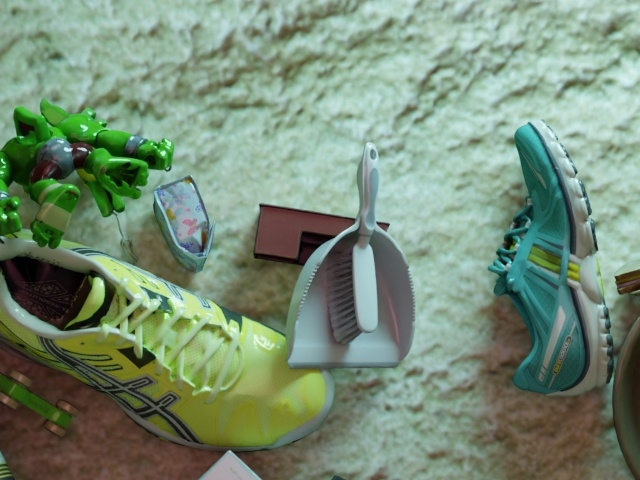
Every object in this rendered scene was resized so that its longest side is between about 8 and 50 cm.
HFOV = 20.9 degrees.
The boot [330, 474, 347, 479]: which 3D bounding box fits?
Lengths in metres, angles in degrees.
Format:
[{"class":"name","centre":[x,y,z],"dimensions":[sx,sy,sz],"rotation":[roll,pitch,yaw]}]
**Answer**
[{"class":"boot","centre":[0.060,0.399,1.625],"dimensions":[0.264,0.096,0.280],"rotation":[26,81,2]}]

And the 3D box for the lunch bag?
[{"class":"lunch bag","centre":[-0.129,-0.014,1.699],"dimensions":[0.053,0.071,0.083],"rotation":[-19,80,-9]}]

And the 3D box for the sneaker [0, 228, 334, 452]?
[{"class":"sneaker","centre":[-0.172,0.100,1.640],"dimensions":[0.384,0.147,0.145],"rotation":[19,78,-1]}]

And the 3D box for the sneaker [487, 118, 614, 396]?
[{"class":"sneaker","centre":[0.217,0.016,1.696],"dimensions":[0.110,0.107,0.275],"rotation":[-8,80,6]}]

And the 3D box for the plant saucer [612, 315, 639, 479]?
[{"class":"plant saucer","centre":[0.419,0.153,1.683],"dimensions":[0.277,0.041,0.278],"rotation":[0,93,1]}]

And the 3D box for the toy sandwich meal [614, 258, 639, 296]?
[{"class":"toy sandwich meal","centre":[0.330,0.027,1.707],"dimensions":[0.085,0.085,0.029],"rotation":[-32,94,-7]}]

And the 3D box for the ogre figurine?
[{"class":"ogre figurine","centre":[-0.244,-0.067,1.619],"dimensions":[0.197,0.097,0.118],"rotation":[-40,49,-16]}]

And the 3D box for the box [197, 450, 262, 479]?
[{"class":"box","centre":[-0.086,0.269,1.644],"dimensions":[0.101,0.087,0.102],"rotation":[44,82,5]}]

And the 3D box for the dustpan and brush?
[{"class":"dustpan and brush","centre":[0.036,0.015,1.653],"dimensions":[0.147,0.060,0.211],"rotation":[3,82,-37]}]

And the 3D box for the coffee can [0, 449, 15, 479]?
[{"class":"coffee can","centre":[-0.380,0.238,1.581],"dimensions":[0.201,0.201,0.275],"rotation":[-26,82,-6]}]

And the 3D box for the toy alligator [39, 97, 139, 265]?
[{"class":"toy alligator","centre":[-0.211,-0.068,1.712],"dimensions":[0.051,0.056,0.190],"rotation":[-31,83,-7]}]

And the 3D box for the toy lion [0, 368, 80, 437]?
[{"class":"toy lion","centre":[-0.292,0.144,1.665],"dimensions":[0.100,0.096,0.034],"rotation":[39,78,-37]}]

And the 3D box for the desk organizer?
[{"class":"desk organizer","centre":[0.000,0.000,1.714],"dimensions":[0.130,0.047,0.050],"rotation":[9,82,-1]}]
